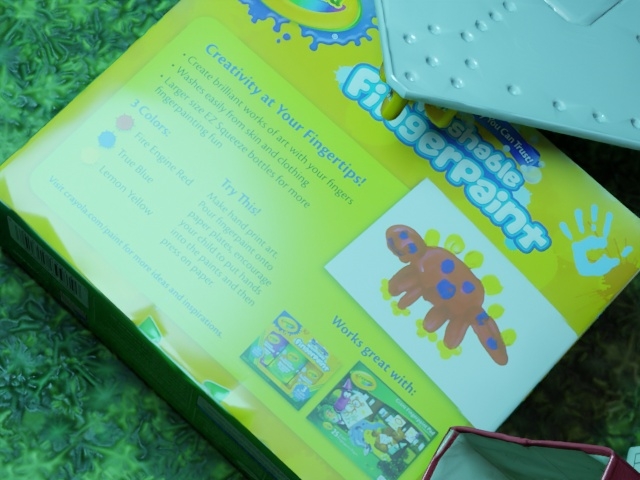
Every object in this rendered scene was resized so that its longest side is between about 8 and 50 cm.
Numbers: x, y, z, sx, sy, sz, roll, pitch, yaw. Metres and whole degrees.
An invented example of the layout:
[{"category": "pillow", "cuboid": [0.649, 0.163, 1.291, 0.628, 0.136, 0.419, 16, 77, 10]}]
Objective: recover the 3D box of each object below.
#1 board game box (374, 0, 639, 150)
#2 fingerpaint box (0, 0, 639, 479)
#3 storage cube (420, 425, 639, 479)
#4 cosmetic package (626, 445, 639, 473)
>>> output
[{"category": "board game box", "cuboid": [0.207, -0.229, 1.516, 0.390, 0.050, 0.390, 11, 50, -22]}, {"category": "fingerpaint box", "cuboid": [0.000, 0.000, 1.462, 0.445, 0.163, 0.371, 42, 72, 7]}, {"category": "storage cube", "cuboid": [0.173, 0.275, 1.268, 0.193, 0.184, 0.215, 39, 68, -30]}, {"category": "cosmetic package", "cuboid": [0.319, 0.319, 1.371, 0.129, 0.153, 0.296, 27, 66, -27]}]
